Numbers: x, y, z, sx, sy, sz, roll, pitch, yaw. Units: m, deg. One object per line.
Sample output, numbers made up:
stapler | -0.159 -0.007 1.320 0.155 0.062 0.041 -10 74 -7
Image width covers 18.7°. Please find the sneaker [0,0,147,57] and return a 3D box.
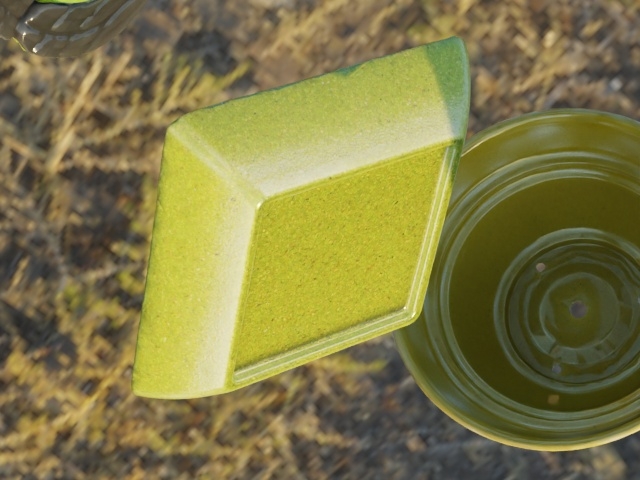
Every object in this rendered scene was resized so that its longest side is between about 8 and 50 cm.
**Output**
sneaker | -0.196 -0.144 0.795 0.121 0.111 0.300 32 13 30

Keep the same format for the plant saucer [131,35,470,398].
plant saucer | 0.000 0.000 1.015 0.188 0.188 0.045 -19 48 -32

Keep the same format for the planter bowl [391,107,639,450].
planter bowl | 0.155 0.033 1.217 0.217 0.090 0.217 -5 71 15
